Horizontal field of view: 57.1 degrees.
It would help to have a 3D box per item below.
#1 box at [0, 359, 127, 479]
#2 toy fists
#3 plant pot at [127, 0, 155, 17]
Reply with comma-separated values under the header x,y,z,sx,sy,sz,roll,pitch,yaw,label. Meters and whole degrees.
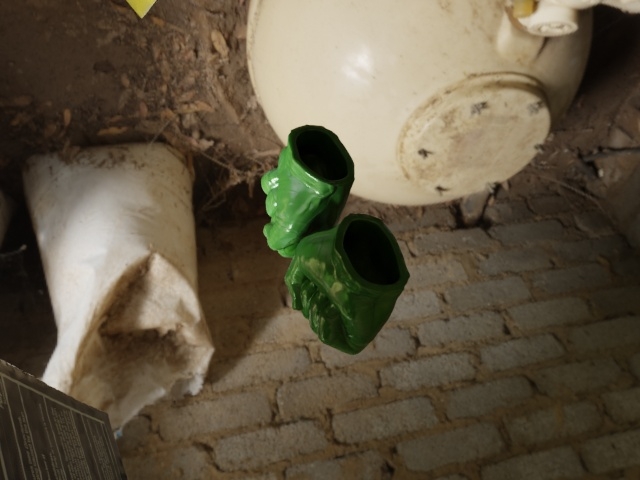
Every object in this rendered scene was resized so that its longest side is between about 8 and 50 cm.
x,y,z,sx,sy,sz,roll,pitch,yaw,label
-0.249,0.268,0.431,0.183,0.296,0.294,-22,155,-11,box
0.000,0.000,0.693,0.096,0.279,0.142,-8,143,-25,toy fists
-0.288,-0.522,0.965,0.187,0.212,0.212,42,86,-25,plant pot
